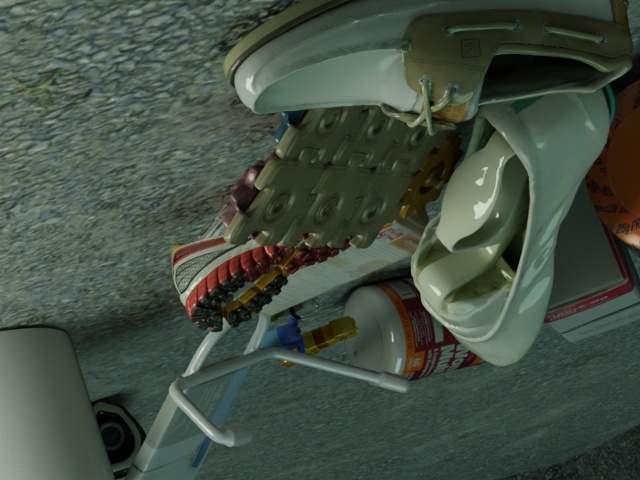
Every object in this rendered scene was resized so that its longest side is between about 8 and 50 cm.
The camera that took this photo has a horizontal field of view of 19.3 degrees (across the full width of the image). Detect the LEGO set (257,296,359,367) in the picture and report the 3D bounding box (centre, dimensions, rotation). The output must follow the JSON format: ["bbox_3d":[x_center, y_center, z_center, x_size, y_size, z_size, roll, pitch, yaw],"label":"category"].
[{"bbox_3d":[-0.016,0.083,2.034,0.093,0.087,0.227,-21,166,6],"label":"LEGO set"}]

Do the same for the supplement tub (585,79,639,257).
[{"bbox_3d":[0.400,-0.064,1.803,0.207,0.207,0.338,-29,163,31],"label":"supplement tub"}]

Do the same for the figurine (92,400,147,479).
[{"bbox_3d":[-0.305,0.304,2.355,0.215,0.092,0.209,-39,170,-7],"label":"figurine"}]

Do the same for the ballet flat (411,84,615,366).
[{"bbox_3d":[0.146,-0.008,1.677,0.139,0.139,0.400,-14,146,-22],"label":"ballet flat"}]

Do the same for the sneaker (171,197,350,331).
[{"bbox_3d":[-0.039,-0.020,1.666,0.225,0.092,0.088,-34,145,0],"label":"sneaker"}]

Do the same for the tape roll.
[{"bbox_3d":[-0.345,0.209,1.904,0.246,0.169,0.246,-18,165,-5],"label":"tape roll"}]

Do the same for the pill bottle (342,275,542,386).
[{"bbox_3d":[0.147,0.094,2.211,0.221,0.121,0.121,-11,163,-29],"label":"pill bottle"}]

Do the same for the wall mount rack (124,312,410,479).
[{"bbox_3d":[-0.075,0.223,1.957,0.304,0.130,0.350,-15,139,-53],"label":"wall mount rack"}]

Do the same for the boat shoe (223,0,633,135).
[{"bbox_3d":[0.085,-0.134,1.348,0.302,0.103,0.113,-16,165,-12],"label":"boat shoe"}]

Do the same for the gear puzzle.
[{"bbox_3d":[0.037,-0.073,1.560,0.175,0.044,0.339,-58,155,15],"label":"gear puzzle"}]

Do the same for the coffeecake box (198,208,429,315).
[{"bbox_3d":[0.000,0.000,1.790,0.185,0.068,0.142,-23,164,15],"label":"coffeecake box"}]

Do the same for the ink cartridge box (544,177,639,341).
[{"bbox_3d":[0.251,-0.002,1.900,0.100,0.172,0.237,-22,165,11],"label":"ink cartridge box"}]
